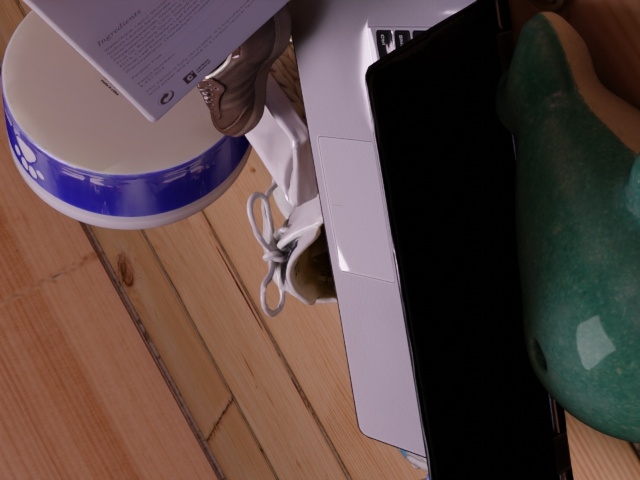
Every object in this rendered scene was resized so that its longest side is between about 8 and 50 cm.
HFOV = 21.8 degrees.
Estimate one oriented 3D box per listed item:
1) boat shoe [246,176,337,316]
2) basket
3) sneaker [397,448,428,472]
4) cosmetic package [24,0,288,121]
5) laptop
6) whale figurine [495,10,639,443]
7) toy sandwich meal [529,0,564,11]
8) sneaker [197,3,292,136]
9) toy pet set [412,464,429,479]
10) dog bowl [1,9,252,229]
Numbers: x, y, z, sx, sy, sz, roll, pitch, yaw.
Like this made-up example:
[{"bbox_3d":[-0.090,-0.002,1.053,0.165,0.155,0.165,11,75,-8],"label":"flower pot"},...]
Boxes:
[{"bbox_3d":[0.003,0.008,1.540,0.367,0.156,0.136,38,151,57],"label":"boat shoe"},{"bbox_3d":[-0.021,-0.136,1.481,0.167,0.103,0.113,57,164,25],"label":"basket"},{"bbox_3d":[0.116,0.171,1.606,0.092,0.087,0.229,54,171,7],"label":"sneaker"},{"bbox_3d":[-0.180,-0.247,1.120,0.197,0.155,0.365,48,180,23],"label":"cosmetic package"},{"bbox_3d":[0.034,0.035,1.161,0.408,0.236,0.382,11,115,55],"label":"laptop"},{"bbox_3d":[0.167,-0.001,1.013,0.272,0.141,0.216,61,166,14],"label":"whale figurine"},{"bbox_3d":[0.126,-0.179,1.059,0.086,0.029,0.086,56,163,26],"label":"toy sandwich meal"},{"bbox_3d":[-0.079,-0.144,1.354,0.188,0.071,0.066,117,140,-59],"label":"sneaker"},{"bbox_3d":[0.130,0.251,1.766,0.122,0.065,0.114,67,-160,-5],"label":"toy pet set"},{"bbox_3d":[-0.199,-0.149,1.741,0.265,0.264,0.104,56,161,24],"label":"dog bowl"}]
